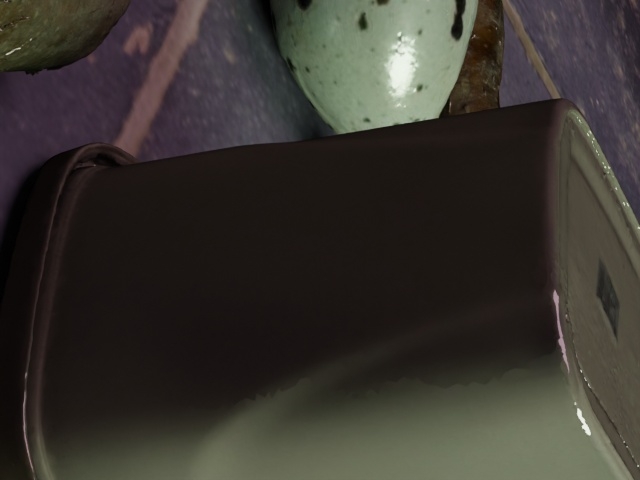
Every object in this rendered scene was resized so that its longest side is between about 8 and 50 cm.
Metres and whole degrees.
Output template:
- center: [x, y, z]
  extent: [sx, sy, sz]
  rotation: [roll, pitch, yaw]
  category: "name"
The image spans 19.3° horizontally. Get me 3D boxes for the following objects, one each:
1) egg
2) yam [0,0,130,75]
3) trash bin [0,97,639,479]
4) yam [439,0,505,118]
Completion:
- center: [0.037, -0.136, 1.133]
  extent: [0.131, 0.131, 0.164]
  rotation: [-37, 120, -61]
  category: "egg"
- center: [-0.151, -0.122, 0.812]
  extent: [0.183, 0.107, 0.107]
  rotation: [-9, 84, -64]
  category: "yam"
- center: [0.018, 0.054, 0.864]
  extent: [0.219, 0.250, 0.219]
  rotation: [52, 33, -47]
  category: "trash bin"
- center: [0.102, -0.072, 1.295]
  extent: [0.061, 0.061, 0.252]
  rotation: [43, 39, -45]
  category: "yam"
